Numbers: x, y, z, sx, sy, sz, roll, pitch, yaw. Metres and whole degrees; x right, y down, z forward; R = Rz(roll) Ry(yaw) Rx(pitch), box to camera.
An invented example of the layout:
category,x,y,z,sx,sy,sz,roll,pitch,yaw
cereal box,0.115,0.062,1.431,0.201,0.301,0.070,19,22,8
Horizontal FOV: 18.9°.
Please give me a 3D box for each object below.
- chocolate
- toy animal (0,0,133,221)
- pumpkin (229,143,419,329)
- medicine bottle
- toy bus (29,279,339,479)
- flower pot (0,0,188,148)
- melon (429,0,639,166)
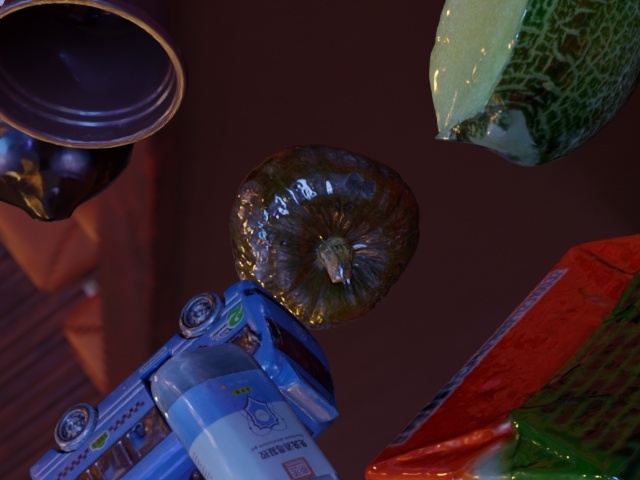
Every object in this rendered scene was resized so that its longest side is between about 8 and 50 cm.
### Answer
category,x,y,z,sx,sy,sz,roll,pitch,yaw
chocolate,0.276,0.143,1.704,0.341,0.360,0.161,-10,119,55
toy animal,-0.254,-0.159,1.815,0.165,0.187,0.235,-121,33,-48
pumpkin,0.000,0.000,2.147,0.219,0.219,0.162,48,-176,-28
medicine bottle,-0.033,0.161,1.316,0.090,0.053,0.208,-8,-128,-47
toy bus,-0.103,0.157,1.542,0.113,0.246,0.134,45,-174,-38
flower pot,-0.120,-0.115,0.995,0.111,0.111,0.089,46,-146,-37
melon,0.201,-0.237,1.648,0.331,0.226,0.343,57,-150,-66
